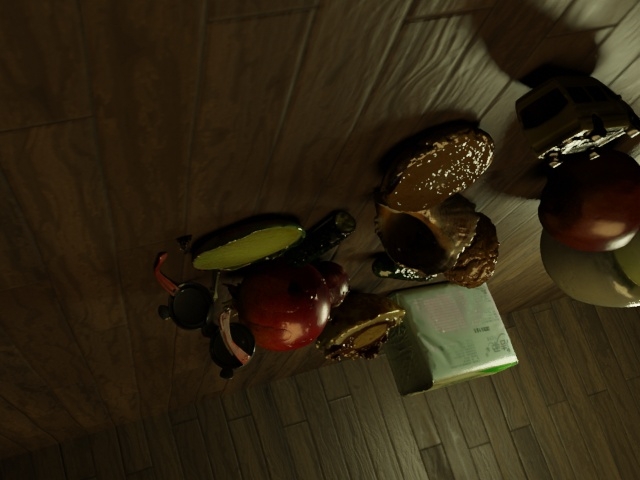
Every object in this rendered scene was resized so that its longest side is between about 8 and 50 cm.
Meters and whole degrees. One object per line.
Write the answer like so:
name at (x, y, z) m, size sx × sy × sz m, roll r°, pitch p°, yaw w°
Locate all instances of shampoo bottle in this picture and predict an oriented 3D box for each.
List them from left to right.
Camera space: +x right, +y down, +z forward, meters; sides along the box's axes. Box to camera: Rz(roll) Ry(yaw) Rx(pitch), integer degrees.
shampoo bottle at (0.719, 0.004, 1.849) m, size 0.322 × 0.323 × 0.317 m, roll -7°, pitch 169°, yaw -33°

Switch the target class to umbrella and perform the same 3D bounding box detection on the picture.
umbrella at (-0.242, 0.009, 1.369) m, size 0.031 × 0.020 × 0.083 m, roll -55°, pitch 172°, yaw -15°

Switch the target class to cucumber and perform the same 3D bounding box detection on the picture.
cucumber at (0.000, -0.001, 1.533) m, size 0.058 × 0.058 × 0.187 m, roll -3°, pitch 159°, yaw -42°
cucumber at (0.214, 0.068, 1.966) m, size 0.074 × 0.075 × 0.241 m, roll -30°, pitch 157°, yaw 35°

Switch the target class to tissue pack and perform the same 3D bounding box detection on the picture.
tissue pack at (0.411, 0.317, 2.526) m, size 0.404 × 0.332 × 0.205 m, roll -5°, pitch 158°, yaw -36°

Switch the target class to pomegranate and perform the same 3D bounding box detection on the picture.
pomegranate at (-0.093, 0.136, 1.643) m, size 0.235 × 0.210 × 0.210 m, roll 7°, pitch 172°, yaw 19°

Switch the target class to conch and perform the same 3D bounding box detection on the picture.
conch at (0.194, -0.027, 1.470) m, size 0.245 × 0.179 × 0.163 m, roll 21°, pitch 154°, yaw -30°

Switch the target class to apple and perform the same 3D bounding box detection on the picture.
apple at (0.573, -0.086, 1.609) m, size 0.229 × 0.230 × 0.230 m, roll -17°, pitch 164°, yaw -5°

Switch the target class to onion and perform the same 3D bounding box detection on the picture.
onion at (0.005, 0.103, 1.772) m, size 0.131 × 0.131 × 0.131 m, roll -17°, pitch 164°, yaw -5°

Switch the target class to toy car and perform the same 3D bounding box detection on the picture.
toy car at (0.415, -0.199, 1.215) m, size 0.101 × 0.125 × 0.256 m, roll -32°, pitch 168°, yaw 40°

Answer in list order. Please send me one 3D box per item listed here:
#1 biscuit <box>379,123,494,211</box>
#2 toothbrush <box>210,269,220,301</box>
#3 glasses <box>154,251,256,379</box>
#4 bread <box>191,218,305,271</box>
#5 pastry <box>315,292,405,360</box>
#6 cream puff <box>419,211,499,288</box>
biscuit at (0.201, -0.124, 1.315) m, size 0.225 × 0.042 × 0.226 m, roll -20°, pitch 154°, yaw -10°
toothbrush at (-0.239, 0.112, 1.696) m, size 0.028 × 0.026 × 0.294 m, roll -12°, pitch 162°, yaw -20°
glasses at (-0.247, 0.146, 1.478) m, size 0.118 × 0.234 × 0.268 m, roll -45°, pitch 161°, yaw -8°
bread at (-0.137, 0.008, 1.451) m, size 0.228 × 0.034 × 0.228 m, roll -16°, pitch 165°, yaw -4°
pastry at (0.109, 0.235, 2.256) m, size 0.255 × 0.170 × 0.237 m, roll 2°, pitch 135°, yaw -40°
cream puff at (0.303, 0.013, 1.763) m, size 0.168 × 0.184 × 0.183 m, roll 10°, pitch 156°, yaw -15°
